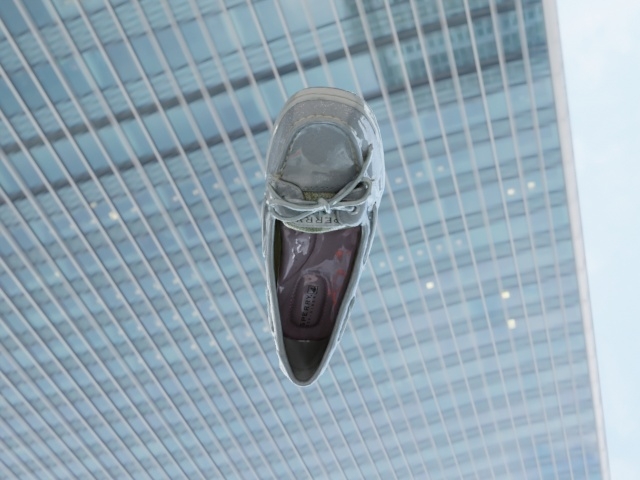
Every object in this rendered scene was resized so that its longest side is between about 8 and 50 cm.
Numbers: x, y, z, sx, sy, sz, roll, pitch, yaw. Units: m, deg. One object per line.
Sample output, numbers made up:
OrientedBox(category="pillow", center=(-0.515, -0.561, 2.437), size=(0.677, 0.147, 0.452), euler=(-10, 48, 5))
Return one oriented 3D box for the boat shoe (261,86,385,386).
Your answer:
OrientedBox(category="boat shoe", center=(-0.003, 0.001, 1.079), size=(0.118, 0.321, 0.103), euler=(6, -141, -6))
